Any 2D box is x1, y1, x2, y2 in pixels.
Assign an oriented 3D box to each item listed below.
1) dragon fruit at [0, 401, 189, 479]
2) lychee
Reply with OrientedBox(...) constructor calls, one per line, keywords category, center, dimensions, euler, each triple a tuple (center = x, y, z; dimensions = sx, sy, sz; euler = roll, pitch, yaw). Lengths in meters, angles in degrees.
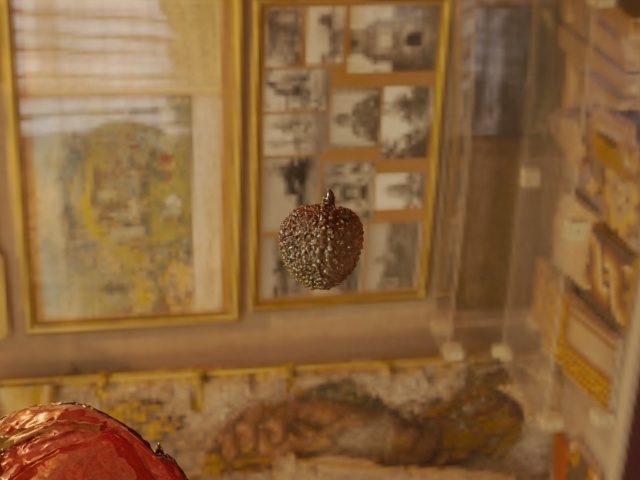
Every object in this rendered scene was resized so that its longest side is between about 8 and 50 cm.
OrientedBox(category="dragon fruit", center=(-0.174, 0.216, 0.684), dimensions=(0.148, 0.218, 0.224), euler=(-19, -61, -65))
OrientedBox(category="lychee", center=(0.000, 0.000, 0.924), dimensions=(0.068, 0.067, 0.083), euler=(-110, 20, -68))
